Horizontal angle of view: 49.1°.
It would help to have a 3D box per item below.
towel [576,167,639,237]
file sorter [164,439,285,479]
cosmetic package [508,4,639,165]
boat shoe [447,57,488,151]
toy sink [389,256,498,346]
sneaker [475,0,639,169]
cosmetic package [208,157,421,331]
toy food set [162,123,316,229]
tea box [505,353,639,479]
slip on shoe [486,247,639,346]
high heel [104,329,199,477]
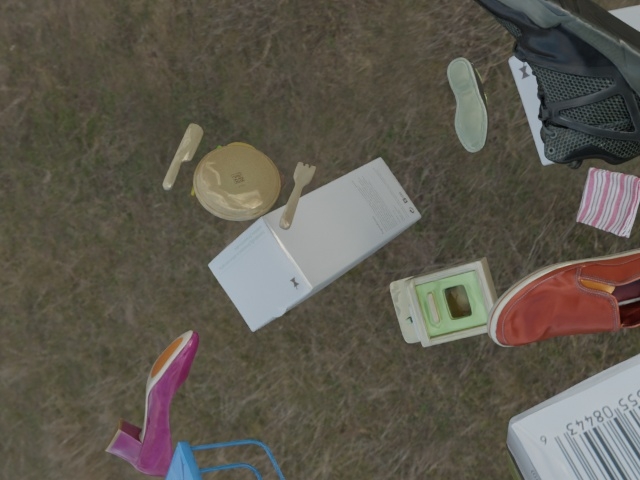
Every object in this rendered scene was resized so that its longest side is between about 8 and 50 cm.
[{"bbox_3d":[0.690,-0.095,1.688,0.197,0.029,0.144,-139,58,-69],"label":"towel"},{"bbox_3d":[-0.109,0.312,0.749,0.118,0.104,0.170,52,130,45],"label":"file sorter"},{"bbox_3d":[0.372,-0.201,0.892,0.151,0.184,0.151,-17,93,59],"label":"cosmetic package"},{"bbox_3d":[0.360,-0.319,1.661,0.081,0.069,0.227,-13,83,34],"label":"boat shoe"},{"bbox_3d":[0.265,0.142,1.540,0.234,0.131,0.152,-16,88,19],"label":"toy sink"},{"bbox_3d":[0.201,-0.143,0.606,0.227,0.087,0.130,32,128,-6],"label":"sneaker"},{"bbox_3d":[0.000,0.000,1.297,0.197,0.365,0.155,-37,85,42],"label":"cosmetic package"},{"bbox_3d":[-0.116,-0.082,0.993,0.192,0.132,0.038,20,152,1],"label":"toy food set"},{"bbox_3d":[0.316,0.164,0.448,0.329,0.323,0.220,-26,63,3],"label":"tea box"},{"bbox_3d":[0.422,0.095,1.087,0.331,0.101,0.123,-16,117,4],"label":"slip on shoe"},{"bbox_3d":[-0.223,0.256,1.078,0.117,0.082,0.244,31,95,-16],"label":"high heel"}]
